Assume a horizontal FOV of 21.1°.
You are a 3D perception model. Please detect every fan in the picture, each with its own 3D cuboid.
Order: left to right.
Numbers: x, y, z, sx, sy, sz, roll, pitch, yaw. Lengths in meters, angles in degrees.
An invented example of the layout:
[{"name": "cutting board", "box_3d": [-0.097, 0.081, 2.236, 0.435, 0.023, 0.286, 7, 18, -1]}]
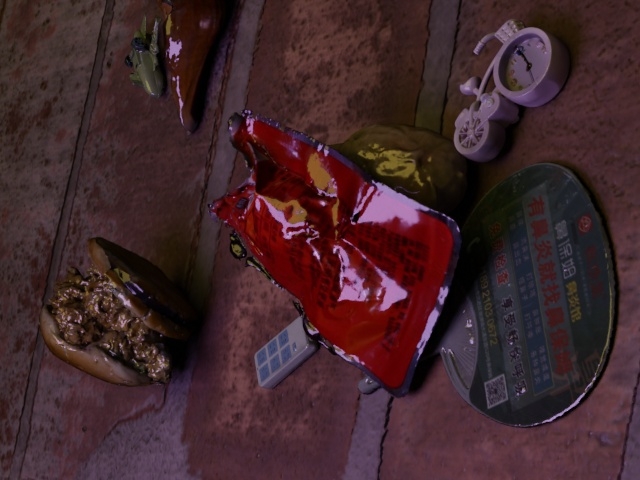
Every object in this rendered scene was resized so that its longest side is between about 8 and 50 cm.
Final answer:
[{"name": "fan", "box_3d": [0.151, 0.082, 1.438, 0.294, 0.012, 0.223, -57, 40, 21]}]

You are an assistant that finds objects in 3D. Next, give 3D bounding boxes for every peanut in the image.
[{"name": "peanut", "box_3d": [0.050, -0.057, 1.570, 0.214, 0.099, 0.099, -10, 68, 58]}]

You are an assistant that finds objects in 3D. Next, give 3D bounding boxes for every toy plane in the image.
[{"name": "toy plane", "box_3d": [-0.205, -0.210, 2.013, 0.102, 0.040, 0.111, 118, 150, -48]}]

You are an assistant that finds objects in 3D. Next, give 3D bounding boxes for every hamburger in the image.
[{"name": "hamburger", "box_3d": [-0.206, 0.091, 1.794, 0.131, 0.159, 0.185, -53, 47, 3]}]

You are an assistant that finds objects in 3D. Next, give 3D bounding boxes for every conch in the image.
[{"name": "conch", "box_3d": [-0.141, -0.243, 1.911, 0.080, 0.086, 0.232, -13, 75, 7]}]

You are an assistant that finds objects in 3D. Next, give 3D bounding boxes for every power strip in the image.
[{"name": "power strip", "box_3d": [-0.034, 0.109, 1.668, 0.090, 0.016, 0.040, -42, 45, 36]}]

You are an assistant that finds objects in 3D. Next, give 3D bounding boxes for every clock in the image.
[{"name": "clock", "box_3d": [0.158, -0.130, 1.487, 0.129, 0.041, 0.087, -53, 43, 17]}]

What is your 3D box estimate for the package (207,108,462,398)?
[{"name": "package", "box_3d": [0.000, 0.000, 1.524, 0.269, 0.071, 0.194, 41, 139, 33]}]
